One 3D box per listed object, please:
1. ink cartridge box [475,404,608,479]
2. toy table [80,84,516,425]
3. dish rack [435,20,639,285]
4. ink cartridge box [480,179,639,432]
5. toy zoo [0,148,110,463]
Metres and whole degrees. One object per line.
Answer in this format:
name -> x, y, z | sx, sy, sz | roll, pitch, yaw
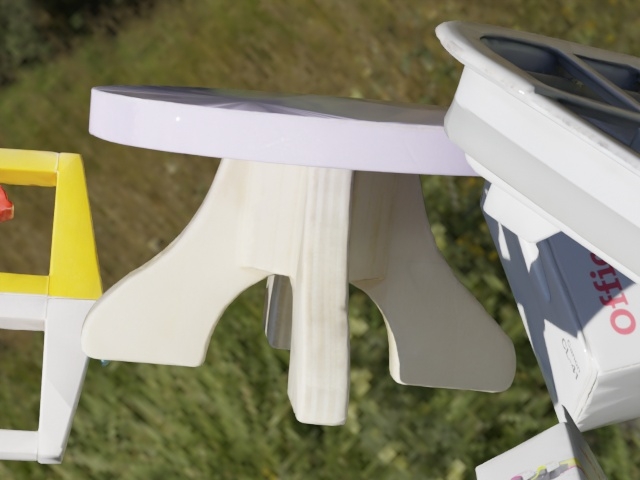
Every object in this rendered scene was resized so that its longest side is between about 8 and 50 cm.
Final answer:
ink cartridge box -> 0.135, 0.168, 0.934 | 0.061, 0.104, 0.181 | -29, 10, 9
toy table -> 0.000, 0.000, 1.011 | 0.252, 0.274, 0.161 | -58, -25, -80
dish rack -> 0.217, 0.015, 0.714 | 0.333, 0.285, 0.072 | 39, 114, 46
ink cartridge box -> 0.301, -0.004, 1.332 | 0.306, 0.131, 0.226 | -13, 62, -9
toy zoo -> -0.250, 0.033, 1.047 | 0.030, 0.293, 0.192 | 114, 158, -69
